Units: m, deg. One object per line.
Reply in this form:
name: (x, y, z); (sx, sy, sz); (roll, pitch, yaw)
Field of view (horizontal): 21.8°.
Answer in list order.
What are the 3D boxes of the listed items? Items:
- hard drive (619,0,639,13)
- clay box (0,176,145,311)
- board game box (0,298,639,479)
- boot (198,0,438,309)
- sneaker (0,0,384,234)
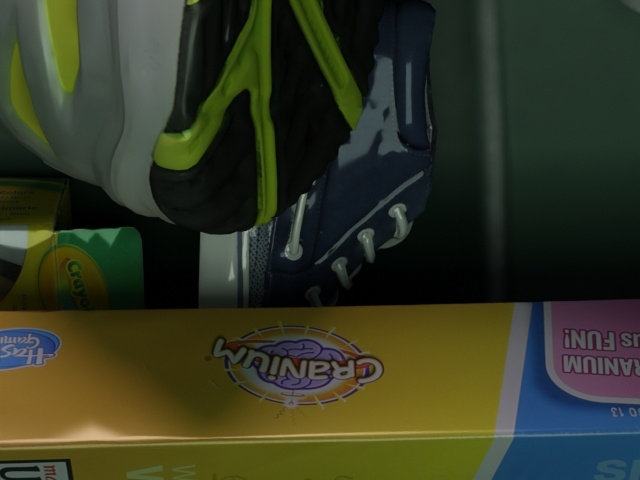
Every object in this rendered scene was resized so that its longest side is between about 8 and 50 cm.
hard drive: (0.252, -0.192, 0.498); (0.233, 0.047, 0.353); (33, 115, 34)
clay box: (-0.178, 0.041, 0.653); (0.222, 0.053, 0.127); (0, 115, -3)
board game box: (0.023, 0.127, 0.639); (0.316, 0.064, 0.242); (-2, 134, -1)
boot: (0.000, 0.000, 0.631); (0.086, 0.069, 0.190); (2, 111, 4)
sneaker: (-0.049, -0.201, 0.512); (0.147, 0.145, 0.385); (16, 99, 29)
